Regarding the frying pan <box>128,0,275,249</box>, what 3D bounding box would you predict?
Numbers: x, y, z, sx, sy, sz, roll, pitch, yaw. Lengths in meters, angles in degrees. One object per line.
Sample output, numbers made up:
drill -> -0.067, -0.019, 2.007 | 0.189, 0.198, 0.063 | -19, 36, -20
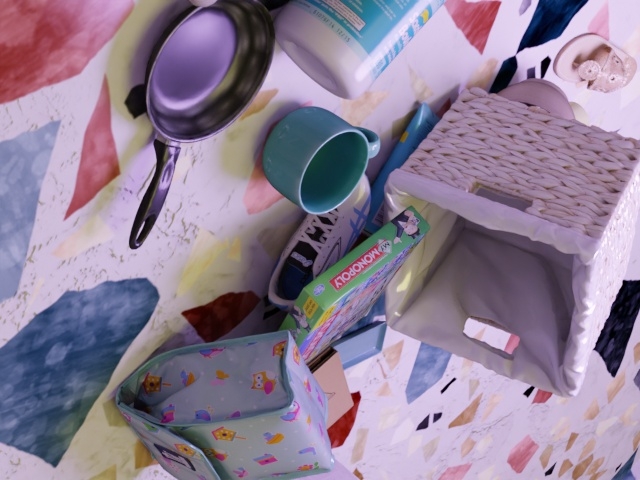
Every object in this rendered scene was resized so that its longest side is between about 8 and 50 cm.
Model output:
frying pan -> -0.148, -0.156, 1.764 | 0.197, 0.053, 0.326 | -21, 137, -40

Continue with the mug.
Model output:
mug -> -0.007, -0.111, 1.941 | 0.157, 0.097, 0.129 | 16, 107, -56

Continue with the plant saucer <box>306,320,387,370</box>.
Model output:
plant saucer -> 0.034, 0.184, 2.340 | 0.192, 0.018, 0.067 | -22, 135, -38

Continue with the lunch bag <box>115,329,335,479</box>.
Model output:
lunch bag -> -0.134, 0.251, 2.025 | 0.262, 0.160, 0.223 | -13, 145, 8

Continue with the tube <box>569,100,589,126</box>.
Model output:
tube -> 0.341, -0.148, 2.385 | 0.240, 0.062, 0.070 | -32, 122, -26

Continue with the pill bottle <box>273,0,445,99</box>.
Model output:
pill bottle -> 0.073, -0.314, 1.808 | 0.264, 0.146, 0.146 | -49, 147, -7

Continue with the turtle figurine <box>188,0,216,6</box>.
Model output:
turtle figurine -> -0.155, -0.368, 1.514 | 0.266, 0.274, 0.198 | 47, 57, -77

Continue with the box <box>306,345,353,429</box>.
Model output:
box -> -0.025, 0.269, 2.317 | 0.164, 0.021, 0.201 | -40, 151, -14

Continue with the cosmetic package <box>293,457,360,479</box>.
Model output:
cosmetic package -> 0.034, 0.438, 2.370 | 0.099, 0.239, 0.060 | -27, 139, -35

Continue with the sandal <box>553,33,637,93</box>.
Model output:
sandal -> 0.485, -0.284, 2.419 | 0.240, 0.079, 0.088 | 2, 118, -52

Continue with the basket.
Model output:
basket -> 0.291, 0.001, 2.165 | 0.266, 0.328, 0.331 | -52, 153, -38

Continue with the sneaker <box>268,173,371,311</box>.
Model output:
sneaker -> 0.000, 0.000, 2.057 | 0.237, 0.085, 0.086 | -62, 169, 16

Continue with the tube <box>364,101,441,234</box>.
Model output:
tube -> 0.118, -0.103, 2.156 | 0.207, 0.052, 0.080 | -60, 156, -1

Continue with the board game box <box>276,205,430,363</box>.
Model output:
board game box -> 0.025, 0.089, 2.088 | 0.213, 0.046, 0.317 | -38, 170, -28

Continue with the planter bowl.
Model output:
planter bowl -> 0.331, -0.184, 2.266 | 0.162, 0.162, 0.109 | 88, 23, -44

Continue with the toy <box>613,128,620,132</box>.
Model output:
toy -> 0.380, -0.092, 2.333 | 0.137, 0.056, 0.237 | -46, -170, -36
